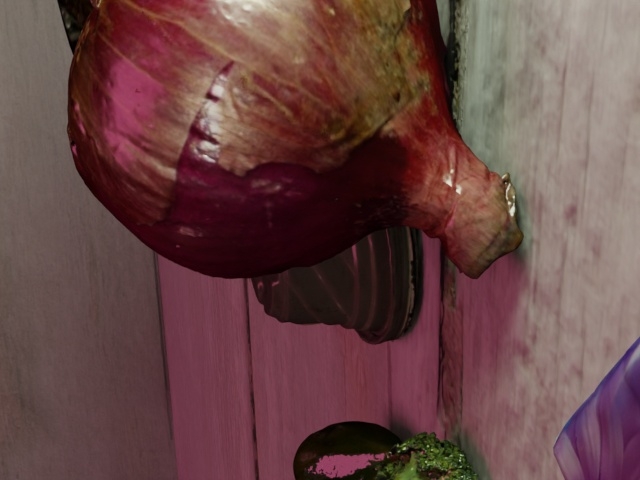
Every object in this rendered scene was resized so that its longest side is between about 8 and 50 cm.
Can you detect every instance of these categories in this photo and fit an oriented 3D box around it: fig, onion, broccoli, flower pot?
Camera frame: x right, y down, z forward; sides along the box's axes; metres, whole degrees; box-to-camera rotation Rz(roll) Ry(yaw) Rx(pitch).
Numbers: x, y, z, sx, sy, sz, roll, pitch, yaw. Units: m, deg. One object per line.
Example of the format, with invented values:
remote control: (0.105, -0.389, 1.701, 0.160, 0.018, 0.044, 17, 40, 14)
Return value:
fig: (0.051, 0.234, 1.283, 0.177, 0.117, 0.117, -38, 60, 51)
onion: (-0.003, -0.096, 0.985, 0.385, 0.348, 0.348, 35, 147, 15)
broccoli: (0.096, 0.218, 1.112, 0.097, 0.092, 0.095, 45, 154, 16)
flower pot: (0.000, 0.000, 1.250, 0.235, 0.140, 0.236, 172, 90, -77)

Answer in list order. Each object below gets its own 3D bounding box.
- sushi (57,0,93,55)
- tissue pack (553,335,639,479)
sushi: (-0.125, -0.331, 1.247, 0.281, 0.299, 0.294, 27, 130, 44)
tissue pack: (0.213, 0.052, 0.358, 0.263, 0.198, 0.146, 107, 152, -58)
